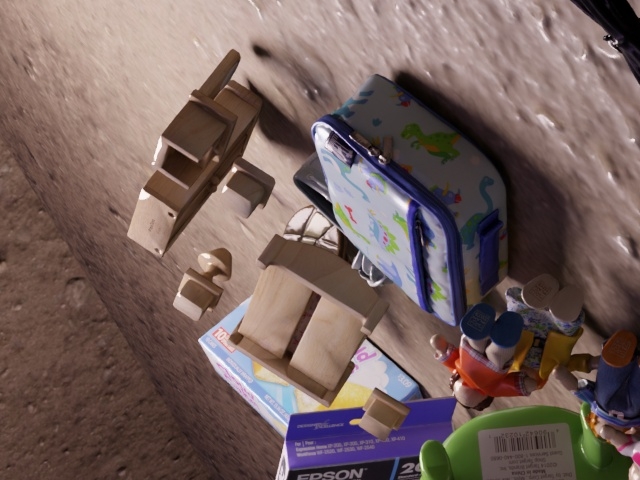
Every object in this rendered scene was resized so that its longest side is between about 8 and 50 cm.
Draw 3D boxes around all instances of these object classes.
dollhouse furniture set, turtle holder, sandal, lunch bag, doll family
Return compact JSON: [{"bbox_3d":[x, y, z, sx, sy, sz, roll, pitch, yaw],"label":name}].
[{"bbox_3d":[0.000,0.000,1.712,0.355,0.174,0.303,32,149,4],"label":"dollhouse furniture set"},{"bbox_3d":[0.221,0.323,1.535,0.320,0.243,0.227,53,167,27],"label":"turtle holder"},{"bbox_3d":[0.006,0.042,1.856,0.090,0.060,0.219,31,139,34],"label":"sandal"},{"bbox_3d":[0.084,-0.031,1.427,0.176,0.090,0.219,41,163,24],"label":"lunch bag"},{"bbox_3d":[0.226,0.116,1.367,0.263,0.118,0.163,28,153,13],"label":"doll family"}]

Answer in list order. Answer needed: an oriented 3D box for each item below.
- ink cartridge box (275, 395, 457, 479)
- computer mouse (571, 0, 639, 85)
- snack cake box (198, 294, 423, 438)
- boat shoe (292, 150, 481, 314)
[{"bbox_3d":[0.051,0.265,1.905,0.208,0.206,0.045,102,158,-48],"label":"ink cartridge box"},{"bbox_3d":[0.204,-0.137,0.888,0.184,0.060,0.262,49,177,-7],"label":"computer mouse"},{"bbox_3d":[-0.009,0.173,2.051,0.264,0.152,0.089,40,164,34],"label":"snack cake box"},{"bbox_3d":[0.061,0.004,1.583,0.227,0.081,0.079,49,165,9],"label":"boat shoe"}]
